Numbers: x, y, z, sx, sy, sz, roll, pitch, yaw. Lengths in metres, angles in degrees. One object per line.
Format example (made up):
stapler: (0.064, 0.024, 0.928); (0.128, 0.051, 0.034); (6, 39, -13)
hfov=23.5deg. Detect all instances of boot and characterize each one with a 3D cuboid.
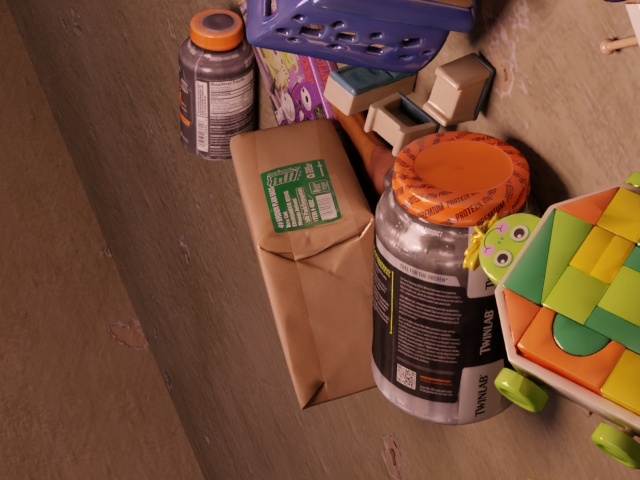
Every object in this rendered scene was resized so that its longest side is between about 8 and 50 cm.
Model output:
boot: (0.086, -0.042, 2.215); (0.280, 0.096, 0.264); (50, 160, 54)

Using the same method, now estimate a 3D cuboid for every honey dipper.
honey dipper: (0.333, -0.206, 1.584); (0.161, 0.030, 0.030); (176, 78, -70)

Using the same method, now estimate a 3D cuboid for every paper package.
paper package: (-0.006, 0.025, 2.219); (0.325, 0.168, 0.309); (-108, 3, -58)

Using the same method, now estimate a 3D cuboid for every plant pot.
plant pot: (0.059, -0.339, 1.788); (0.212, 0.236, 0.235); (168, 107, -67)

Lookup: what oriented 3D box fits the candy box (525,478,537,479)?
candy box: (0.325, 0.428, 2.080); (0.105, 0.027, 0.205); (-179, 73, -70)

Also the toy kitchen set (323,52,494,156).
toy kitchen set: (0.130, -0.210, 1.994); (0.207, 0.122, 0.166); (43, 137, 28)

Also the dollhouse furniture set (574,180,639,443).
dollhouse furniture set: (0.352, 0.086, 1.666); (0.242, 0.161, 0.212); (45, 155, 9)

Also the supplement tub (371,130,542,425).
supplement tub: (0.168, 0.047, 1.926); (0.207, 0.207, 0.338); (49, 149, 45)

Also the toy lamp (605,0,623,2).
toy lamp: (0.264, -0.294, 1.615); (0.275, 0.080, 0.080); (25, 129, 60)

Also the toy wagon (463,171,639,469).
toy wagon: (0.278, 0.055, 1.527); (0.344, 0.267, 0.068); (28, 167, 34)

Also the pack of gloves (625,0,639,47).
pack of gloves: (0.372, -0.116, 1.485); (0.195, 0.046, 0.232); (19, 134, 65)

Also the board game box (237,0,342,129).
board game box: (-0.054, -0.321, 2.393); (0.208, 0.056, 0.346); (-20, 88, 64)

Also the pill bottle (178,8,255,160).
pill bottle: (-0.174, -0.267, 2.605); (0.130, 0.130, 0.245); (51, 149, 42)
